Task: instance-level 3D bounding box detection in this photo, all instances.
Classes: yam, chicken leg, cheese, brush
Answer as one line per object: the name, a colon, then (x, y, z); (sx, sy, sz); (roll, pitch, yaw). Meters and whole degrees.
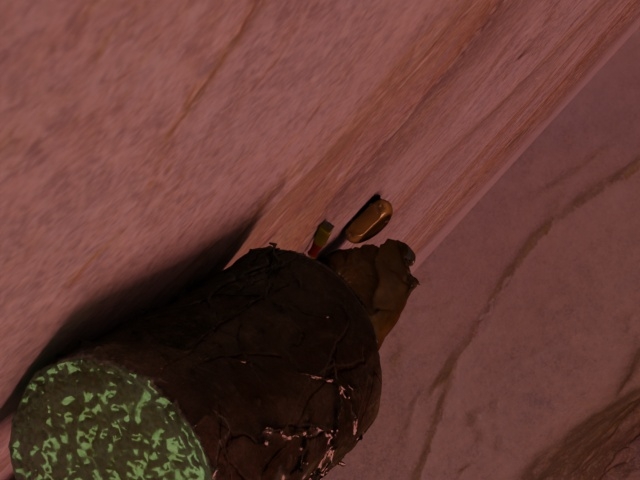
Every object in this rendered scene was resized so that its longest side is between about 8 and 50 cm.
yam: (-0.101, 0.150, 0.991); (0.241, 0.241, 0.348); (-51, 167, 28)
chicken leg: (0.028, 0.160, 1.539); (0.429, 0.201, 0.153); (-74, 172, -52)
cheese: (0.082, -0.027, 1.662); (0.086, 0.036, 0.162); (-46, 171, 5)
brush: (0.000, 0.000, 1.451); (0.021, 0.018, 0.083); (-52, 174, -33)
